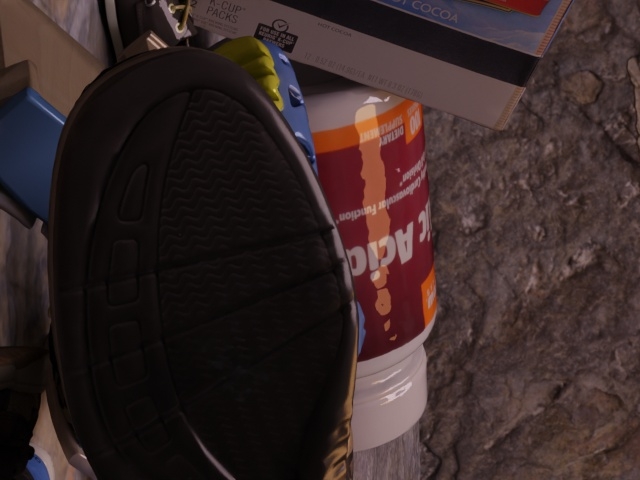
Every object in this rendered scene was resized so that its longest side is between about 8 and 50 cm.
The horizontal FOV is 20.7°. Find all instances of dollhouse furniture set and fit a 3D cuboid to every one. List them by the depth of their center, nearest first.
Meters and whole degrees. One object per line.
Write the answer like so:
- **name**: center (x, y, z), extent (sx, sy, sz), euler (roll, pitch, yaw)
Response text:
- **dollhouse furniture set**: center (-0.187, -0.037, 1.169), extent (0.303, 0.198, 0.286), euler (41, 17, -35)

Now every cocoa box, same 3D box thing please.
- **cocoa box**: center (0.055, -0.297, 1.549), extent (0.231, 0.347, 0.228), euler (-78, -170, -45)

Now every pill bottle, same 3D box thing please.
- **pill bottle**: center (0.000, 0.000, 1.729), extent (0.224, 0.224, 0.392), euler (-72, 159, -60)

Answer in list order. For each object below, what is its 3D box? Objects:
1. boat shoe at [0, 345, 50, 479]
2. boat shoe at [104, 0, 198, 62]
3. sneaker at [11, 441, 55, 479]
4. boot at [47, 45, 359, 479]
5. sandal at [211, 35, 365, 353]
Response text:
- **boat shoe**: center (-0.208, 0.108, 0.948), extent (0.285, 0.103, 0.092), euler (-7, 92, -85)
- **boat shoe**: center (-0.133, -0.167, 1.440), extent (0.081, 0.069, 0.227), euler (-67, 155, -65)
- **sneaker**: center (-0.191, 0.214, 1.138), extent (0.084, 0.058, 0.152), euler (-68, 152, -78)
- **boot**: center (-0.073, 0.054, 0.904), extent (0.284, 0.138, 0.377), euler (-133, -157, -62)
- **sandal**: center (-0.040, -0.007, 1.392), extent (0.138, 0.126, 0.317), euler (13, 67, -52)
